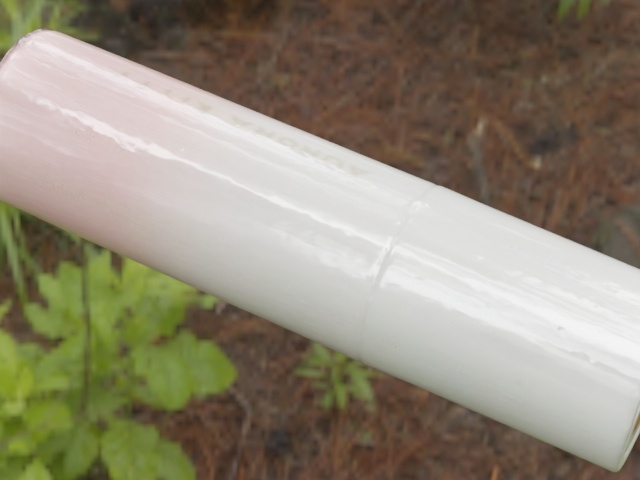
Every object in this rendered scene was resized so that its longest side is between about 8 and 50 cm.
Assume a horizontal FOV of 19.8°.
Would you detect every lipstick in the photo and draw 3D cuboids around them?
[{"bbox_3d":[0.000,0.000,0.831,0.326,0.087,0.087,23,45,15],"label":"lipstick"}]
